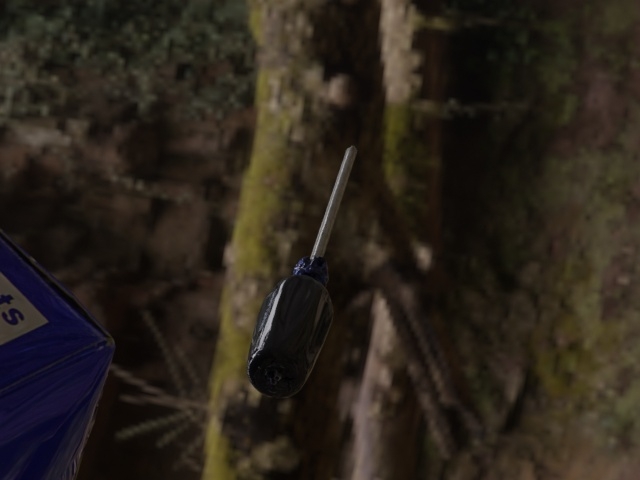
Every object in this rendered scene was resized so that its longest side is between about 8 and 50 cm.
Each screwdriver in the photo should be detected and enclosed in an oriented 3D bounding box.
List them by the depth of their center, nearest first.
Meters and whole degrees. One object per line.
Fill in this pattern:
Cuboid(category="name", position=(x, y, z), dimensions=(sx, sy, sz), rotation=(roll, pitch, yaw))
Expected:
Cuboid(category="screwdriver", position=(0.000, 0.000, 0.589), dimensions=(0.170, 0.024, 0.025), rotation=(-72, -7, -56))

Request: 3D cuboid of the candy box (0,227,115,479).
Cuboid(category="candy box", position=(-0.227, 0.133, 0.424), dimensions=(0.317, 0.122, 0.268), rotation=(-27, -28, -38))
